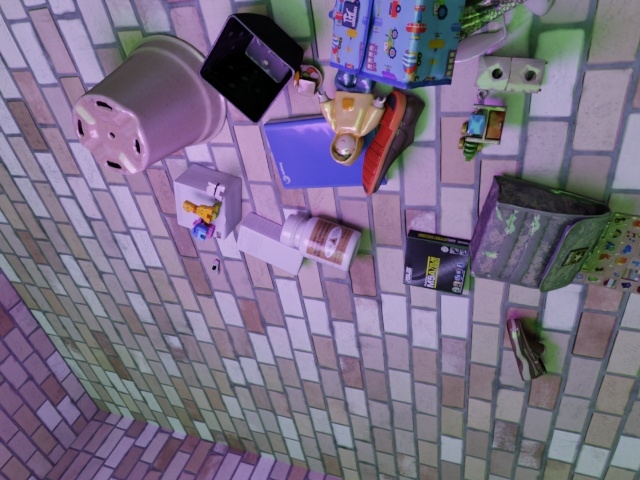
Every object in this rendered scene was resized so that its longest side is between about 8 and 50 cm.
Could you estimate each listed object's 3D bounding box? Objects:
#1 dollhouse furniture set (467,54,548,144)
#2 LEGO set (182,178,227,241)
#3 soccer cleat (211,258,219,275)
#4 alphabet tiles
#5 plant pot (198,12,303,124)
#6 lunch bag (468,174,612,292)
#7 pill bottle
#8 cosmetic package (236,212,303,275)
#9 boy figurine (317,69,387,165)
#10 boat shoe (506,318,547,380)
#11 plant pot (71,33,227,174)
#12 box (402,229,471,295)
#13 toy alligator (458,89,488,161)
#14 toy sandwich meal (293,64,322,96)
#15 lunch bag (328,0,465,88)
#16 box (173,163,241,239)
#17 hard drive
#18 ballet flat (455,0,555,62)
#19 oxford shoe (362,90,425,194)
[{"bbox_3d":[0.392,-0.293,1.031,0.129,0.129,0.183,11,112,17],"label":"dollhouse furniture set"},{"bbox_3d":[-0.364,-0.086,1.455,0.093,0.087,0.227,28,131,0],"label":"LEGO set"},{"bbox_3d":[-0.400,0.108,1.829,0.029,0.035,0.083,23,133,7],"label":"soccer cleat"},{"bbox_3d":[0.777,0.035,1.236,0.199,0.009,0.237,12,131,16],"label":"alphabet tiles"},{"bbox_3d":[-0.150,-0.436,1.177,0.188,0.167,0.187,40,132,-10],"label":"plant pot"},{"bbox_3d":[0.545,-0.005,1.208,0.287,0.168,0.235,12,128,6],"label":"lunch bag"},{"bbox_3d":[0.000,0.000,1.487,0.230,0.131,0.131,19,132,10],"label":"pill bottle"},{"bbox_3d":[-0.157,0.011,1.605,0.231,0.085,0.117,24,133,3],"label":"cosmetic package"},{"bbox_3d":[0.069,-0.324,1.177,0.177,0.092,0.285,18,116,18],"label":"boy figurine"},{"bbox_3d":[0.646,0.330,1.494,0.095,0.095,0.257,-16,126,18],"label":"boat shoe"},{"bbox_3d":[-0.475,-0.344,1.311,0.334,0.305,0.333,13,131,15],"label":"plant pot"},{"bbox_3d":[0.344,0.068,1.440,0.184,0.045,0.190,10,130,15],"label":"box"},{"bbox_3d":[0.366,-0.265,1.152,0.056,0.051,0.189,13,131,15],"label":"toy alligator"},{"bbox_3d":[-0.035,-0.407,1.229,0.086,0.029,0.085,8,143,6],"label":"toy sandwich meal"},{"bbox_3d":[0.123,-0.440,0.948,0.293,0.138,0.220,33,129,43],"label":"lunch bag"},{"bbox_3d":[-0.361,-0.125,1.563,0.182,0.119,0.180,18,132,11],"label":"box"},{"bbox_3d":[0.015,-0.245,1.341,0.319,0.040,0.210,0,127,25],"label":"hard drive"},{"bbox_3d":[0.335,-0.475,0.949,0.182,0.163,0.483,31,144,-31],"label":"ballet flat"},{"bbox_3d":[0.182,-0.231,1.212,0.099,0.096,0.271,6,124,-23],"label":"oxford shoe"}]
